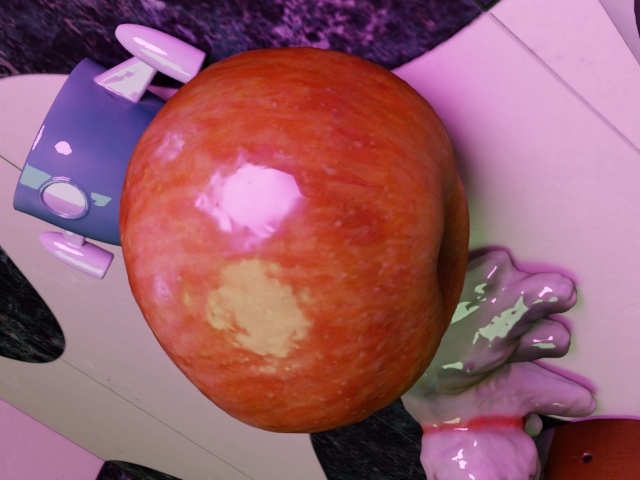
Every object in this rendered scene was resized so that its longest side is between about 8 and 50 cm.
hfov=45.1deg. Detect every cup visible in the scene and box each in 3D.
[{"bbox_3d":[-0.182,-0.066,0.754,0.173,0.167,0.300,26,127,-12],"label":"cup"}]

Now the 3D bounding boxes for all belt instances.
[{"bbox_3d":[0.349,0.332,0.964,0.217,0.122,0.338,32,148,-10],"label":"belt"}]

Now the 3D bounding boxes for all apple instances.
[{"bbox_3d":[0.000,0.000,0.611,0.250,0.277,0.309,-20,142,31],"label":"apple"}]

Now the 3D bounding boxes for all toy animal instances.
[{"bbox_3d":[0.172,0.168,0.817,0.266,0.188,0.308,39,151,-2],"label":"toy animal"}]

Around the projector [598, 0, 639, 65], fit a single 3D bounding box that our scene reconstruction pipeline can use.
[{"bbox_3d":[0.277,-0.111,0.370,0.257,0.079,0.259,45,167,-24],"label":"projector"}]
